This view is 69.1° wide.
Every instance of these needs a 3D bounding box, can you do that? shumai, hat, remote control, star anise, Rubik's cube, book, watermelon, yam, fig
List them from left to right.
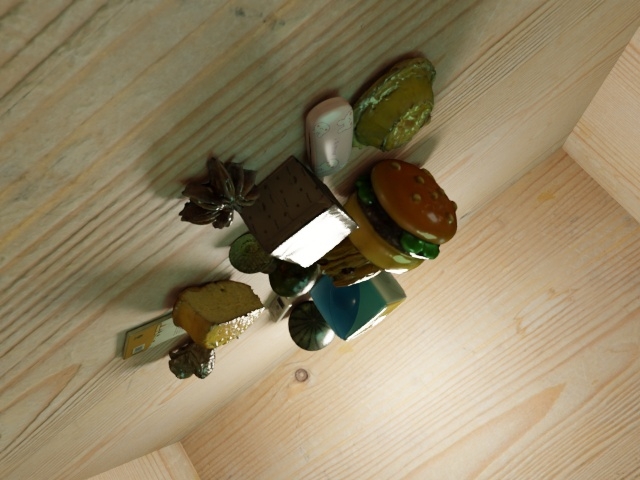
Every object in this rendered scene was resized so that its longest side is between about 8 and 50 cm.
[{"bbox_3d":[-0.553,0.317,1.656,0.295,0.020,0.208,-22,157,-39],"label":"book"},{"bbox_3d":[-0.532,0.466,1.932,0.185,0.218,0.184,8,140,-2],"label":"shumai"},{"bbox_3d":[-0.229,-0.106,1.101,0.236,0.093,0.229,-24,153,-46],"label":"star anise"},{"bbox_3d":[-0.226,0.029,1.493,0.146,0.067,0.146,-7,117,-14],"label":"hat"},{"bbox_3d":[-0.204,0.072,1.613,0.079,0.079,0.141,-38,163,3],"label":"yam"},{"bbox_3d":[-0.199,0.321,2.225,0.029,0.087,0.190,-18,156,-37],"label":"remote control"},{"bbox_3d":[-0.084,0.120,1.768,0.195,0.195,0.245,-45,157,24],"label":"fig"},{"bbox_3d":[-0.044,0.474,2.586,0.279,0.279,0.359,-34,161,-9],"label":"watermelon"},{"bbox_3d":[0.199,0.284,2.451,0.352,0.351,0.347,-46,160,21],"label":"Rubik's cube"}]

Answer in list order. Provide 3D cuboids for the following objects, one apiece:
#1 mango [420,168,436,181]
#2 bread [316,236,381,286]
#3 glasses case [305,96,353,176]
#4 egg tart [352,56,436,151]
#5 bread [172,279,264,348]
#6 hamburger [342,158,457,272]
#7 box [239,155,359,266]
[{"bbox_3d":[0.376,-0.216,1.894,0.167,0.130,0.262,-39,157,24],"label":"mango"},{"bbox_3d":[0.166,0.091,2.056,0.314,0.191,0.370,-22,169,16],"label":"bread"},{"bbox_3d":[0.023,-0.257,1.199,0.113,0.075,0.297,-26,160,-8],"label":"glasses case"},{"bbox_3d":[0.207,-0.345,1.260,0.315,0.120,0.315,-34,162,-13],"label":"egg tart"},{"bbox_3d":[-0.356,0.260,1.577,0.179,0.194,0.340,-58,159,19],"label":"bread"},{"bbox_3d":[0.281,-0.097,1.619,0.395,0.396,0.277,-16,154,-49],"label":"hamburger"},{"bbox_3d":[-0.058,-0.069,1.344,0.225,0.190,0.297,-39,161,8],"label":"box"}]
